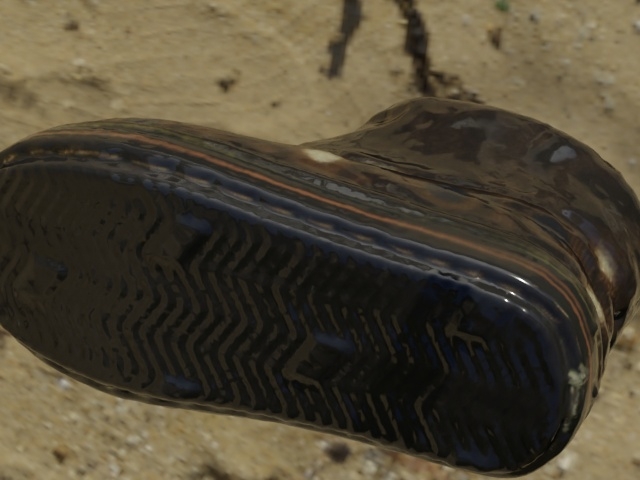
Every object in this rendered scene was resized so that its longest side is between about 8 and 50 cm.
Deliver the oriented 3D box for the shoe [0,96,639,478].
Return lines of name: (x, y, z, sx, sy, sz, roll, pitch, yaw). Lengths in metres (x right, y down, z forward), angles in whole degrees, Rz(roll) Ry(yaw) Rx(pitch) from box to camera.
shoe: (0.000, 0.000, 0.967, 0.237, 0.384, 0.171, -45, 142, -58)
